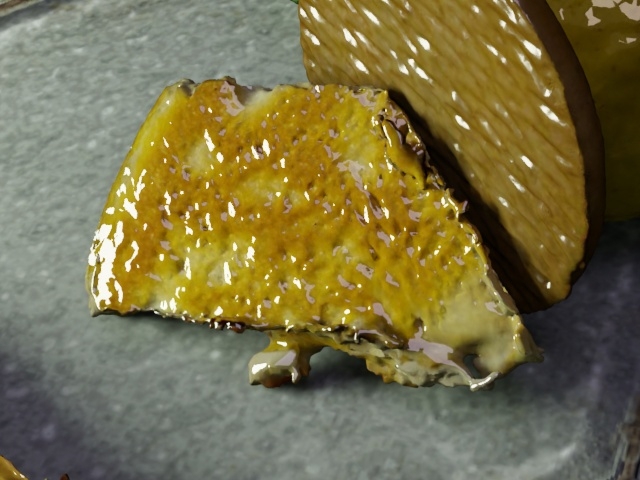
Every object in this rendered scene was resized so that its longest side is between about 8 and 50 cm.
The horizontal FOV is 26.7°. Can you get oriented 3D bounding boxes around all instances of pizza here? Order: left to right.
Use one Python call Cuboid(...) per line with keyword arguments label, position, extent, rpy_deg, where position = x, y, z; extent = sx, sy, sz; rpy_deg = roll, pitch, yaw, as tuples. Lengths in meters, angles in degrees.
Cuboid(label="pizza", position=(0.000, 0.000, 0.810), extent=(0.297, 0.071, 0.189), rpy_deg=(12, 86, 26))

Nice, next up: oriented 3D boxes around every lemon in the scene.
Cuboid(label="lemon", position=(0.179, -0.125, 0.838), extent=(0.204, 0.204, 0.260), rpy_deg=(23, 92, 26))

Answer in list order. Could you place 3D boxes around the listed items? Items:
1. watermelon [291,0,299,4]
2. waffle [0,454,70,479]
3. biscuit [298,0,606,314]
Cuboid(label="watermelon", position=(0.023, -0.247, 0.987), extent=(0.188, 0.188, 0.215), rpy_deg=(10, 60, 17))
Cuboid(label="waffle", position=(-0.322, 0.173, 0.737), extent=(0.304, 0.077, 0.348), rpy_deg=(-38, 54, -25))
Cuboid(label="biscuit", position=(0.073, -0.077, 0.782), extent=(0.037, 0.262, 0.262), rpy_deg=(-27, 50, -26))
